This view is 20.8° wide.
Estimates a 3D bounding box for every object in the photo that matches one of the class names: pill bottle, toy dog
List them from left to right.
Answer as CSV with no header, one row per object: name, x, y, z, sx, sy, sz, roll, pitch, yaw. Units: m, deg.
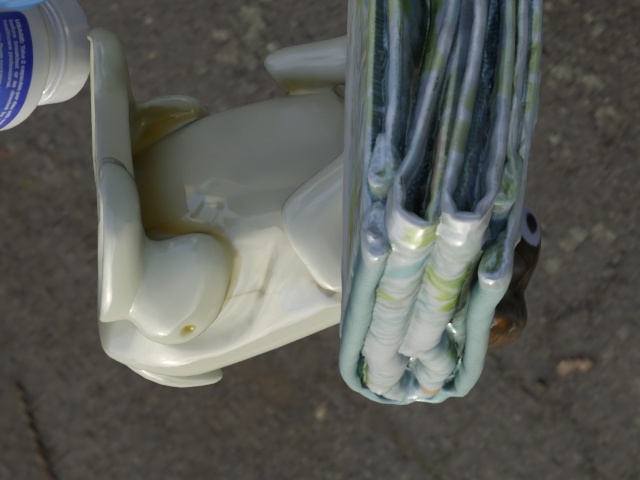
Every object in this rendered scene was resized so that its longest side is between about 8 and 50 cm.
pill bottle,-0.341,-0.167,1.562,0.152,0.272,0.152,8,103,39
toy dog,0.000,0.000,1.583,0.408,0.284,0.395,-2,122,-7

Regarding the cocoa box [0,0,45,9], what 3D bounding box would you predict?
cocoa box,-0.183,-0.341,1.058,0.231,0.228,0.347,-20,91,11

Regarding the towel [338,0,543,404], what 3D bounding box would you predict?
towel,0.061,-0.093,0.975,0.090,0.320,0.374,3,164,-1
